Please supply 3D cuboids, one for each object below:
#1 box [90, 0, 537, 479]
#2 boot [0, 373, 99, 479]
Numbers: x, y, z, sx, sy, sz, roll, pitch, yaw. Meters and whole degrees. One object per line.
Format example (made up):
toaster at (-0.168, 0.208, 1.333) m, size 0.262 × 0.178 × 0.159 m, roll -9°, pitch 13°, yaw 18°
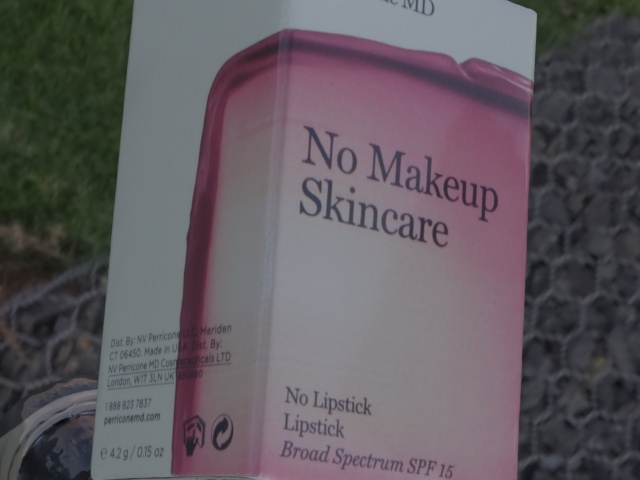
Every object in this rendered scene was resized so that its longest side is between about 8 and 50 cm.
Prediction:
box at (0.000, 0.000, 0.754) m, size 0.149 × 0.127 × 0.232 m, roll 12°, pitch 76°, yaw -37°
boot at (-0.085, 0.298, 1.054) m, size 0.138 × 0.377 × 0.284 m, roll -20°, pitch 35°, yaw -24°
